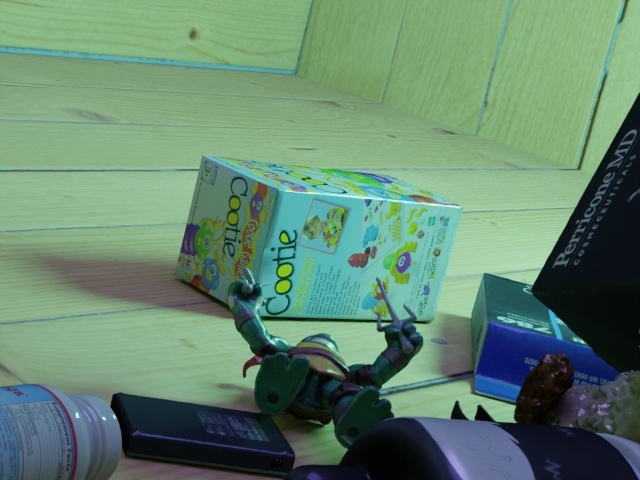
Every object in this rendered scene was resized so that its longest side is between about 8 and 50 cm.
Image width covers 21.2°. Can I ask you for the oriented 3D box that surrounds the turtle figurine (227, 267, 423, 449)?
[{"bbox_3d":[0.001,0.104,1.488,0.175,0.118,0.234,6,15,-2],"label":"turtle figurine"}]

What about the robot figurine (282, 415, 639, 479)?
[{"bbox_3d":[0.108,0.200,1.050,0.278,0.173,0.209,7,37,-30],"label":"robot figurine"}]

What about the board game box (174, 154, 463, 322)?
[{"bbox_3d":[0.000,0.000,1.899,0.275,0.144,0.142,5,15,-42],"label":"board game box"}]

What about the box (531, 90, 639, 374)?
[{"bbox_3d":[0.516,-0.070,1.481,0.297,0.480,0.472,39,-20,-21],"label":"box"}]

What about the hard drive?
[{"bbox_3d":[-0.096,0.154,1.367,0.135,0.022,0.094,11,12,-18],"label":"hard drive"}]

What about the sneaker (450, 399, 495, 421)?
[{"bbox_3d":[0.148,0.194,1.305,0.051,0.089,0.170,7,14,-31],"label":"sneaker"}]

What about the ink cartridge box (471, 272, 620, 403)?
[{"bbox_3d":[0.251,0.114,1.866,0.165,0.065,0.332,15,13,1],"label":"ink cartridge box"}]

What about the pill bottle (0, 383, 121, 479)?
[{"bbox_3d":[-0.212,0.141,1.139,0.087,0.087,0.160,23,14,35],"label":"pill bottle"}]

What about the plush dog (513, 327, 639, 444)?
[{"bbox_3d":[0.277,0.182,1.404,0.262,0.210,0.225,40,-19,-32],"label":"plush dog"}]
